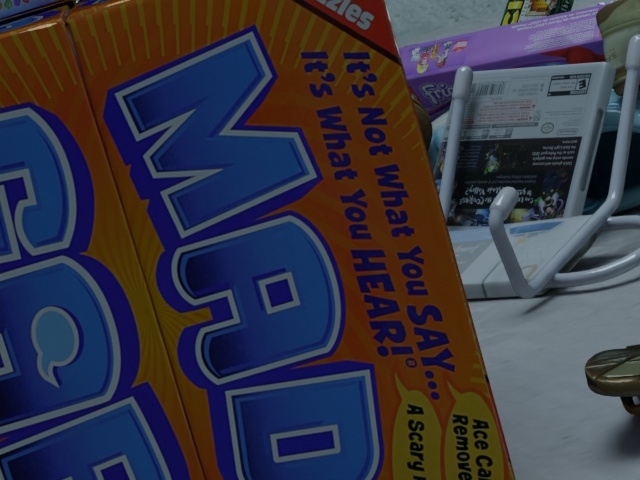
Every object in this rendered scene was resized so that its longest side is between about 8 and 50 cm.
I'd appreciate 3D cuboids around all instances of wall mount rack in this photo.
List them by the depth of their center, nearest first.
[{"bbox_3d":[0.161,-0.052,1.730,0.350,0.130,0.304,-5,27,41],"label":"wall mount rack"}]

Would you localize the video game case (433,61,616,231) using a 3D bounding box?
[{"bbox_3d":[0.187,-0.085,1.831,0.190,0.173,0.022,1,-19,47],"label":"video game case"}]

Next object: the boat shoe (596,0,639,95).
[{"bbox_3d":[0.407,-0.202,1.790,0.285,0.089,0.104,-10,-7,15],"label":"boat shoe"}]

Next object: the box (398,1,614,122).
[{"bbox_3d":[0.226,-0.140,1.996,0.293,0.201,0.057,-8,48,31],"label":"box"}]

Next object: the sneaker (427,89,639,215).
[{"bbox_3d":[0.219,-0.079,1.877,0.366,0.135,0.150,-16,16,29],"label":"sneaker"}]

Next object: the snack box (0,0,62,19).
[{"bbox_3d":[-0.193,-0.172,1.263,0.141,0.037,0.100,-23,14,-33],"label":"snack box"}]

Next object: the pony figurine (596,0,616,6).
[{"bbox_3d":[0.462,-0.343,2.521,0.351,0.303,0.363,-46,18,-27],"label":"pony figurine"}]

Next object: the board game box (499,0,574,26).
[{"bbox_3d":[0.296,-0.325,2.552,0.030,0.259,0.136,20,-4,-23],"label":"board game box"}]

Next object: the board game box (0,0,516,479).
[{"bbox_3d":[-0.113,0.015,1.261,0.356,0.356,0.356,-16,11,-3],"label":"board game box"}]

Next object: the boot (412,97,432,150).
[{"bbox_3d":[0.016,-0.029,1.856,0.305,0.112,0.115,-43,21,-19],"label":"boot"}]

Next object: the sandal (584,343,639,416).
[{"bbox_3d":[0.222,0.093,1.249,0.072,0.049,0.180,-6,-1,18],"label":"sandal"}]
